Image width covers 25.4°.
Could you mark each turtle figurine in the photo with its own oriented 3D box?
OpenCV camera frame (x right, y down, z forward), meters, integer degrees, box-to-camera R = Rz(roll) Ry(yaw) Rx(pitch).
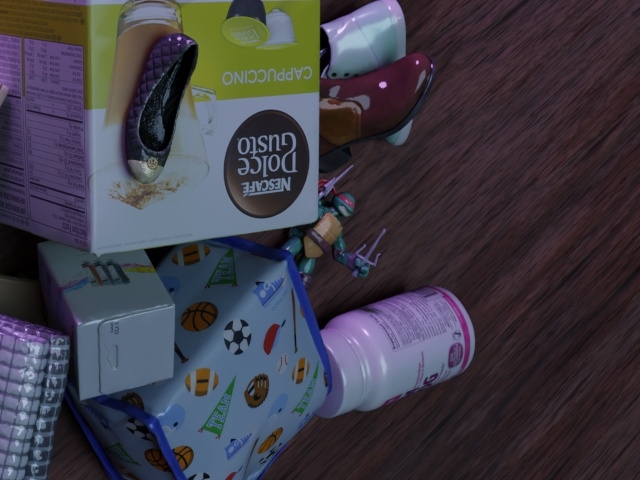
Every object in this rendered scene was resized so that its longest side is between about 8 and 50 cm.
[{"bbox_3d":[0.000,0.000,2.184,0.175,0.118,0.234,41,87,-24],"label":"turtle figurine"}]

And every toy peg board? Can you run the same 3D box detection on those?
[{"bbox_3d":[-0.417,0.112,1.878,0.161,0.079,0.160,12,107,-43],"label":"toy peg board"}]

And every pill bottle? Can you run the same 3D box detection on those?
[{"bbox_3d":[0.098,0.181,2.282,0.283,0.160,0.160,-16,110,-38],"label":"pill bottle"}]

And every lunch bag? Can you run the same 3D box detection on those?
[{"bbox_3d":[-0.159,0.219,2.003,0.328,0.239,0.385,-49,141,-25],"label":"lunch bag"}]

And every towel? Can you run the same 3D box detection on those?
[{"bbox_3d":[-0.448,0.192,1.730,0.121,0.284,0.235,-4,107,-65],"label":"towel"}]

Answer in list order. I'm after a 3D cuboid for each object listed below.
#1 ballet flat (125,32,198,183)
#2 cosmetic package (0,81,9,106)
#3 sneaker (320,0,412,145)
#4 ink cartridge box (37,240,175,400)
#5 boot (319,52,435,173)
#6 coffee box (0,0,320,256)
[{"bbox_3d":[-0.178,-0.147,1.578,0.057,0.049,0.173,11,94,-40],"label":"ballet flat"},{"bbox_3d":[-0.516,-0.082,1.676,0.113,0.160,0.309,35,77,-40],"label":"cosmetic package"},{"bbox_3d":[0.058,-0.247,2.212,0.151,0.094,0.256,-19,127,-14],"label":"sneaker"},{"bbox_3d":[-0.269,0.089,1.780,0.127,0.176,0.128,-12,131,-21],"label":"ink cartridge box"},{"bbox_3d":[-0.003,-0.242,2.076,0.280,0.264,0.096,34,37,-40],"label":"boot"},{"bbox_3d":[-0.230,-0.185,1.784,0.338,0.338,0.334,-9,105,-39],"label":"coffee box"}]
